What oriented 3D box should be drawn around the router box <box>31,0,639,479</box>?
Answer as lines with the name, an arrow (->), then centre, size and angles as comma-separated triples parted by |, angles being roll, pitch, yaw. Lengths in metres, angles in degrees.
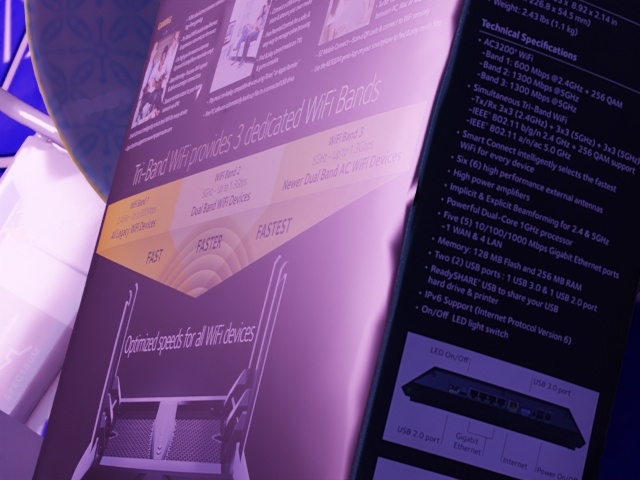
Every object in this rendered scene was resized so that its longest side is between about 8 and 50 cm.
router box -> 0.000, 0.000, 0.661 | 0.309, 0.081, 0.243 | -10, 64, 65

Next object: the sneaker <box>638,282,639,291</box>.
sneaker -> 0.101, -0.001, 0.792 | 0.343, 0.134, 0.146 | -46, 11, 16

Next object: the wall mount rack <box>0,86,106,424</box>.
wall mount rack -> -0.243, -0.009, 1.119 | 0.304, 0.130, 0.350 | 26, 80, 34

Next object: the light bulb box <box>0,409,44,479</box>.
light bulb box -> -0.184, 0.317, 0.771 | 0.358, 0.225, 0.361 | -42, 39, 11

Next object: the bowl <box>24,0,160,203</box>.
bowl -> 0.013, -0.124, 0.950 | 0.289, 0.289, 0.156 | -36, 0, 18
